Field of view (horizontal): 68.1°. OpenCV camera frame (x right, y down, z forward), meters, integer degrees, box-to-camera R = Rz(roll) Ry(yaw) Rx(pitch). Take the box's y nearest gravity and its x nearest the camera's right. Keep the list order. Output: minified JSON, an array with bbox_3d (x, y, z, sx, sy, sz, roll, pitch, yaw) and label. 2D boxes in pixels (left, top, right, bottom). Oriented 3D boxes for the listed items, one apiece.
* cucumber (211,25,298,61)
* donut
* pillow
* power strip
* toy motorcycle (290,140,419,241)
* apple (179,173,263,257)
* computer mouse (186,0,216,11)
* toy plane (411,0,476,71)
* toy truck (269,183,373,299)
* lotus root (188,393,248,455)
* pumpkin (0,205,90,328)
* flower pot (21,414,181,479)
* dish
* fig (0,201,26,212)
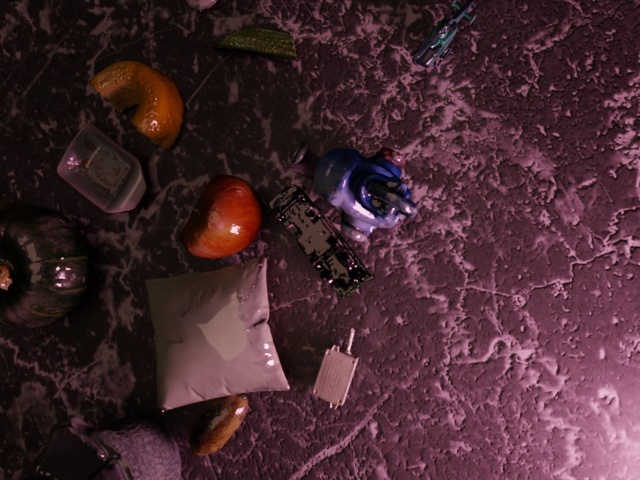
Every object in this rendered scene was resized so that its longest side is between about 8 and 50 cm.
[{"bbox_3d":[-0.146,-0.466,1.122,0.220,0.046,0.071,13,87,11],"label":"cucumber"},{"bbox_3d":[-0.434,-0.359,1.158,0.259,0.101,0.152,40,90,15],"label":"donut"},{"bbox_3d":[-0.242,0.208,1.064,0.310,0.119,0.313,-11,81,5],"label":"pillow"},{"bbox_3d":[0.041,0.274,1.040,0.075,0.042,0.175,19,90,12],"label":"power strip"},{"bbox_3d":[0.060,-0.089,0.917,0.241,0.319,0.182,1,90,5],"label":"toy motorcycle"},{"bbox_3d":[-0.216,-0.048,1.048,0.160,0.173,0.195,29,97,15],"label":"apple"},{"bbox_3d":[-0.288,-0.645,1.156,0.089,0.056,0.182,-1,94,17],"label":"computer mouse"},{"bbox_3d":[0.264,-0.445,1.008,0.060,0.096,0.235,39,77,9],"label":"toy plane"},{"bbox_3d":[0.000,0.000,1.024,0.088,0.121,0.259,-38,80,9],"label":"toy truck"},{"bbox_3d":[-0.235,0.413,1.073,0.089,0.080,0.179,40,94,12],"label":"lotus root"},{"bbox_3d":[-0.708,0.066,1.131,0.300,0.207,0.300,1,95,11],"label":"pumpkin"},{"bbox_3d":[-0.481,0.518,1.019,0.299,0.283,0.299,0,88,13],"label":"flower pot"},{"bbox_3d":[-0.523,-0.167,1.176,0.234,0.064,0.154,36,95,13],"label":"dish"},{"bbox_3d":[-0.796,-0.056,1.229,0.074,0.074,0.088,29,115,12],"label":"fig"}]
